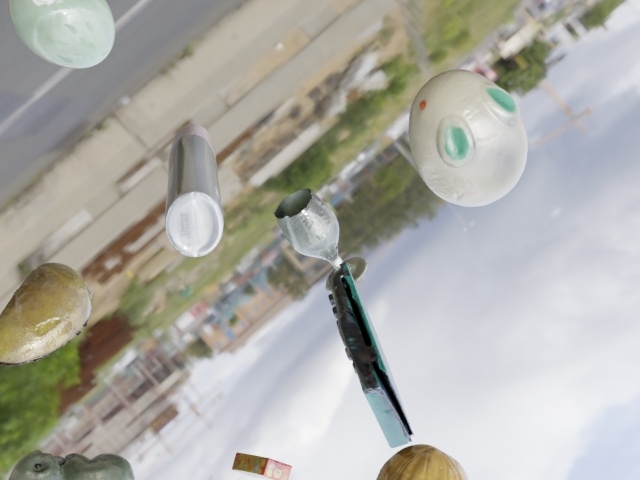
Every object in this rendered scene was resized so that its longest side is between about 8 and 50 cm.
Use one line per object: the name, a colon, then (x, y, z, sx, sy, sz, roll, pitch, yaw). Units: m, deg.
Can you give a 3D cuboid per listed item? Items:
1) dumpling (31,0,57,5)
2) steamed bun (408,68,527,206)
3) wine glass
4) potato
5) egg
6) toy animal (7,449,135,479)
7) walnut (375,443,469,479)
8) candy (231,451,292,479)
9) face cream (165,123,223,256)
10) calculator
dumpling: (-0.332, -0.367, 1.339, 0.127, 0.188, 0.108, 0, 161, -45)
steamed bun: (0.232, -0.151, 1.674, 0.177, 0.228, 0.130, -38, -145, -13)
wine glass: (0.000, 0.000, 2.522, 0.126, 0.241, 0.126, -29, -152, 17)
potato: (-0.502, 0.120, 2.047, 0.261, 0.120, 0.100, -55, 151, -47)
egg: (-0.425, -0.367, 1.819, 0.149, 0.192, 0.149, -25, -135, 28)
toy animal: (-0.383, 0.357, 1.614, 0.138, 0.236, 0.108, -15, -115, 56)
walnut: (0.156, 0.420, 1.741, 0.165, 0.165, 0.197, -169, -83, -87)
candy: (-0.116, 0.444, 2.157, 0.122, 0.062, 0.038, -6, -117, 54)
face cream: (-0.170, -0.069, 1.487, 0.269, 0.073, 0.107, -105, -161, -66)
calculator: (0.081, 0.201, 1.905, 0.058, 0.274, 0.248, -20, 141, 2)
